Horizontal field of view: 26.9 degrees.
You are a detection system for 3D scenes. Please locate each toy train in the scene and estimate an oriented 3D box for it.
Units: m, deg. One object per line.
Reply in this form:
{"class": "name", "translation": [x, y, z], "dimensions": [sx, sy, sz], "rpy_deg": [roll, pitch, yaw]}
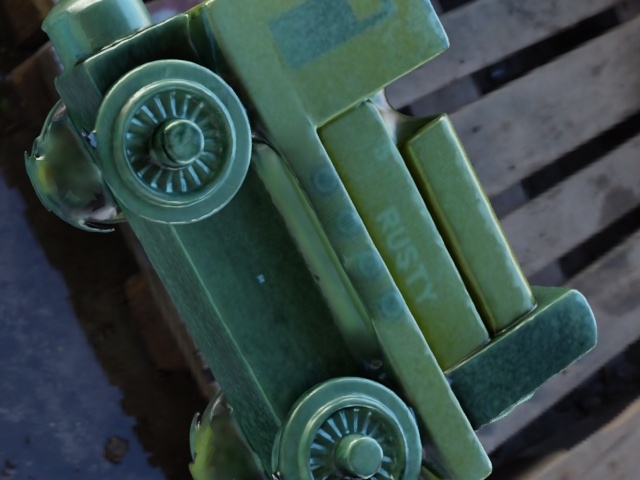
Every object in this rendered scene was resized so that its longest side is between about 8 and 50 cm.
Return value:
{"class": "toy train", "translation": [0.000, 0.000, 0.820], "dimensions": [0.253, 0.160, 0.397], "rpy_deg": [-32, 101, -23]}
